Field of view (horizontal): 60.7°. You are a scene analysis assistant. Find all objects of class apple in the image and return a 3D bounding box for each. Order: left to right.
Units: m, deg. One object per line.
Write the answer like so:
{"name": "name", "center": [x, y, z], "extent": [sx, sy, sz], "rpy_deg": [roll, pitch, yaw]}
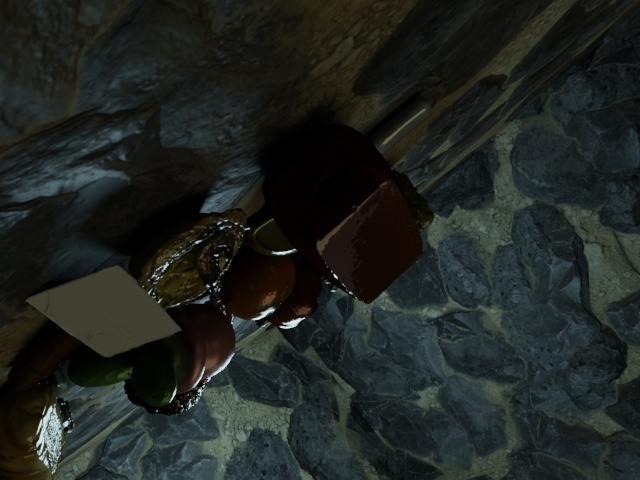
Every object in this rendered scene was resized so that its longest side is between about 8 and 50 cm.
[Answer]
{"name": "apple", "center": [-0.054, -0.043, 1.300], "extent": [0.265, 0.120, 0.193], "rpy_deg": [-34, -178, -9]}

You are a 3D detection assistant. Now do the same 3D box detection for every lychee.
{"name": "lychee", "center": [-0.447, 0.389, 1.603], "extent": [0.236, 0.236, 0.271], "rpy_deg": [-42, -165, 27]}

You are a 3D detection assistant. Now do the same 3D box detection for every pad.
{"name": "pad", "center": [-0.342, 0.124, 0.895], "extent": [0.156, 0.004, 0.232], "rpy_deg": [-21, 143, 1]}

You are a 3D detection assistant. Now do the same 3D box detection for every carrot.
{"name": "carrot", "center": [-0.469, 0.185, 0.970], "extent": [0.260, 0.070, 0.070], "rpy_deg": [-39, 171, 21]}

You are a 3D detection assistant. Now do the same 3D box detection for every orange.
{"name": "orange", "center": [-0.163, 0.115, 1.466], "extent": [0.224, 0.170, 0.224], "rpy_deg": [-36, 172, -5]}

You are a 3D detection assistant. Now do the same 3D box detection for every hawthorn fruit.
{"name": "hawthorn fruit", "center": [-0.128, 0.148, 1.667], "extent": [0.260, 0.224, 0.224], "rpy_deg": [19, 138, -23]}

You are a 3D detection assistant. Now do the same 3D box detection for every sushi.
{"name": "sushi", "center": [0.149, -0.039, 1.712], "extent": [0.396, 0.240, 0.351], "rpy_deg": [-37, 172, 13]}

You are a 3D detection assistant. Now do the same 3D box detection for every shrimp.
{"name": "shrimp", "center": [-0.176, 0.040, 0.947], "extent": [0.091, 0.034, 0.161], "rpy_deg": [-41, 159, -27]}

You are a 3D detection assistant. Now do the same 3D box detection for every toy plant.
{"name": "toy plant", "center": [-0.352, 0.265, 1.280], "extent": [0.317, 0.211, 0.356], "rpy_deg": [4, -179, 30]}

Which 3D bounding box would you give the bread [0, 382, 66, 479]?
{"name": "bread", "center": [-0.625, 0.424, 1.162], "extent": [0.173, 0.121, 0.311], "rpy_deg": [-91, -167, -47]}

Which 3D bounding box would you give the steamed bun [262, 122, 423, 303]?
{"name": "steamed bun", "center": [0.038, -0.062, 1.077], "extent": [0.235, 0.248, 0.379], "rpy_deg": [-42, 144, -1]}

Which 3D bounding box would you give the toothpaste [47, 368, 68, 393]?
{"name": "toothpaste", "center": [-0.572, 0.300, 1.183], "extent": [0.041, 0.064, 0.218], "rpy_deg": [-15, 165, -28]}

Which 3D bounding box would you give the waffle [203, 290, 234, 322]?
{"name": "waffle", "center": [-0.302, 0.218, 1.635], "extent": [0.221, 0.055, 0.234], "rpy_deg": [-63, 168, 7]}

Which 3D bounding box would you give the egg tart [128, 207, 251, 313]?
{"name": "egg tart", "center": [-0.240, 0.021, 0.956], "extent": [0.252, 0.098, 0.232], "rpy_deg": [-38, 163, -23]}

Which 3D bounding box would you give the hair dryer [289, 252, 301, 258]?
{"name": "hair dryer", "center": [-0.106, 0.048, 1.799], "extent": [0.083, 0.047, 0.026], "rpy_deg": [-21, 172, 29]}

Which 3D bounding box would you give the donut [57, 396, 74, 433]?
{"name": "donut", "center": [-0.748, 0.505, 1.372], "extent": [0.269, 0.103, 0.270], "rpy_deg": [-37, 169, -8]}

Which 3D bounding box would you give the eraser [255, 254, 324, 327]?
{"name": "eraser", "center": [-0.119, 0.143, 1.851], "extent": [0.332, 0.155, 0.101], "rpy_deg": [-36, 175, -15]}

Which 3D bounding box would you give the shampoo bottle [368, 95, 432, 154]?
{"name": "shampoo bottle", "center": [0.163, -0.249, 1.291], "extent": [0.221, 0.051, 0.108], "rpy_deg": [-39, 173, 5]}
